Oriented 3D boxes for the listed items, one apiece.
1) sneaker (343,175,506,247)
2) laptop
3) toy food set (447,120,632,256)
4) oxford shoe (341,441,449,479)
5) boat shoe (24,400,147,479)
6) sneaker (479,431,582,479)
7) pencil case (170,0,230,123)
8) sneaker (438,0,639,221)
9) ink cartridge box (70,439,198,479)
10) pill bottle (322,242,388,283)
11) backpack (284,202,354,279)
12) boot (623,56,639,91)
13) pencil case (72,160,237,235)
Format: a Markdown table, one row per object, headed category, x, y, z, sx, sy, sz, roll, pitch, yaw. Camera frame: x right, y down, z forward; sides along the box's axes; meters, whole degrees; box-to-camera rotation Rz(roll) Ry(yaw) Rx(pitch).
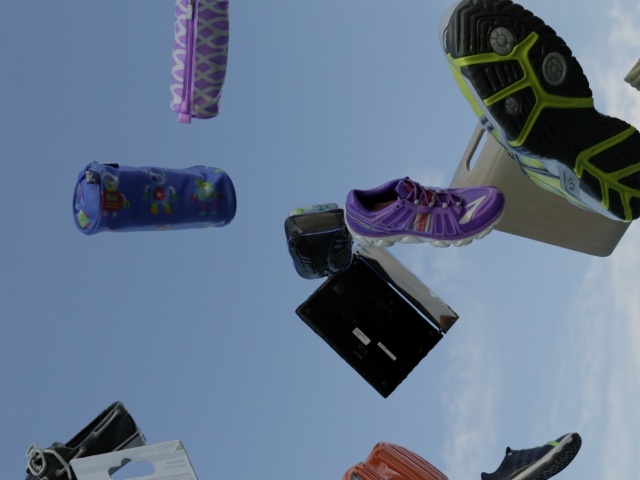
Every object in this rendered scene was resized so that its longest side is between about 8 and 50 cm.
| category | x | y | z | sx | sy | sz | roll | pitch | yaw |
| --- | --- | --- | --- | --- | --- | --- | --- | --- | --- |
| sneaker | 0.107 | -0.034 | 0.833 | 0.071 | 0.170 | 0.068 | 75 | -167 | -46 |
| laptop | 0.119 | 0.143 | 1.555 | 0.234 | 0.136 | 0.264 | 42 | -108 | 10 |
| toy food set | 0.378 | -0.109 | 1.255 | 0.306 | 0.219 | 0.092 | 13 | -144 | -9 |
| oxford shoe | 0.095 | 0.401 | 1.213 | 0.132 | 0.130 | 0.364 | -62 | -27 | 8 |
| boat shoe | -0.404 | 0.354 | 1.223 | 0.306 | 0.113 | 0.105 | -33 | -80 | -41 |
| sneaker | 0.421 | 0.449 | 1.634 | 0.235 | 0.097 | 0.084 | -38 | -40 | 3 |
| pencil case | -0.182 | -0.285 | 1.198 | 0.088 | 0.086 | 0.206 | -78 | -6 | -66 |
| sneaker | 0.266 | -0.149 | 1.009 | 0.385 | 0.147 | 0.145 | 40 | -102 | -28 |
| ink cartridge box | -0.175 | 0.343 | 0.953 | 0.066 | 0.189 | 0.232 | -24 | -84 | -61 |
| pill bottle | 0.070 | 0.099 | 1.741 | 0.186 | 0.112 | 0.112 | -46 | -54 | -8 |
| backpack | 0.000 | 0.000 | 1.250 | 0.114 | 0.105 | 0.084 | 79 | -179 | -48 |
| boot | 0.597 | -0.275 | 1.244 | 0.165 | 0.077 | 0.213 | 44 | -94 | 6 |
| pencil case | -0.303 | -0.081 | 1.464 | 0.306 | 0.119 | 0.133 | -3 | -99 | -41 |
